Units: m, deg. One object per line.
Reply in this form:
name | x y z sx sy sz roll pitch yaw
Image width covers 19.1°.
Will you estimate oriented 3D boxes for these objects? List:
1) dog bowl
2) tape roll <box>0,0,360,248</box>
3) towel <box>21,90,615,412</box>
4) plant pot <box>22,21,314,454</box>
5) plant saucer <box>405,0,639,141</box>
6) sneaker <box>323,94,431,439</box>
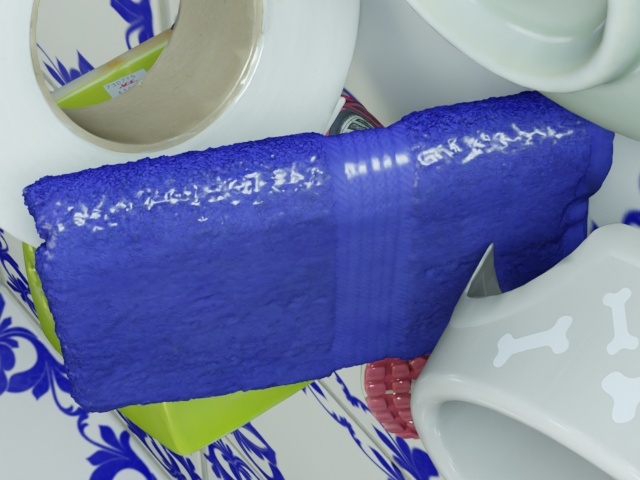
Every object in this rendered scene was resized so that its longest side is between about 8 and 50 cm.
dog bowl | 0.190 0.141 0.954 0.349 0.102 0.349 39 164 13
tape roll | -0.119 -0.132 1.102 0.100 0.286 0.286 28 150 53
towel | 0.000 0.000 1.051 0.228 0.308 0.076 90 168 -59
plant pot | -0.091 -0.020 1.366 0.227 0.228 0.207 31 146 50
plant saucer | 0.087 -0.175 0.798 0.400 0.100 0.400 45 161 20
sneaker | 0.063 0.025 1.264 0.112 0.121 0.299 -99 -14 -45
